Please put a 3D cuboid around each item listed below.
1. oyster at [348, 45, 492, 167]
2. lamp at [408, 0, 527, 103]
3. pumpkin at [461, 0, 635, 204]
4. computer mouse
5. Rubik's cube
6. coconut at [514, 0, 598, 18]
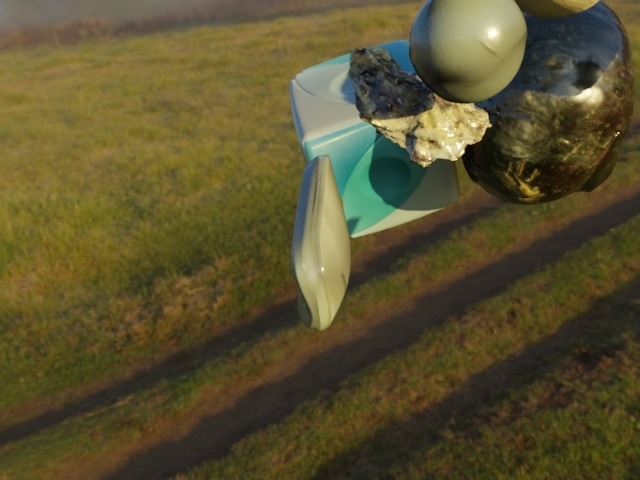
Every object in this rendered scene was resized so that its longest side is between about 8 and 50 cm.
[{"bbox_3d":[0.090,-0.139,0.730,0.166,0.053,0.108,30,70,17],"label":"oyster"},{"bbox_3d":[0.130,-0.175,0.626,0.105,0.105,0.105,-10,18,3],"label":"lamp"},{"bbox_3d":[0.454,-0.293,1.470,0.344,0.454,0.454,5,20,6],"label":"pumpkin"},{"bbox_3d":[0.007,0.000,1.220,0.095,0.197,0.330,3,50,3],"label":"computer mouse"},{"bbox_3d":[0.135,-0.258,1.786,0.352,0.347,0.352,-16,40,9],"label":"Rubik's cube"},{"bbox_3d":[0.306,-0.399,0.895,0.237,0.236,0.197,-25,35,-36],"label":"coconut"}]
